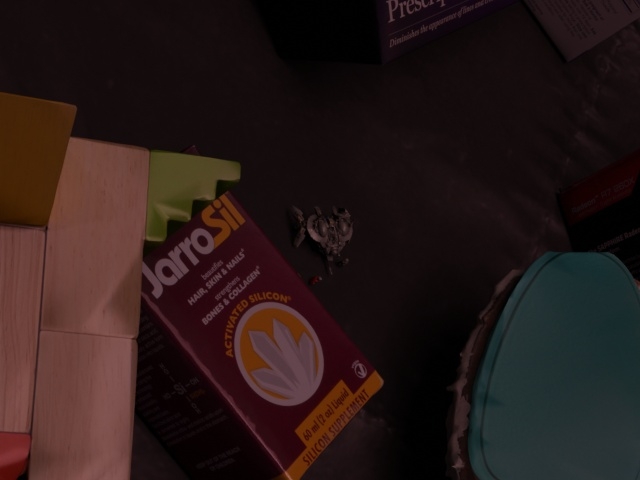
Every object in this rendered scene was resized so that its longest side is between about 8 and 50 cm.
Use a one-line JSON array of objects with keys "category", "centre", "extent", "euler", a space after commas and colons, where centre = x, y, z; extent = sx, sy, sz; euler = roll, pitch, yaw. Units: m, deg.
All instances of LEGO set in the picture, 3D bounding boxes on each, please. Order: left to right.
[{"category": "LEGO set", "centre": [0.001, 0.002, 0.970], "extent": [0.054, 0.023, 0.083], "euler": [31, 53, -23]}]

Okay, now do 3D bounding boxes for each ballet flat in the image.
[{"category": "ballet flat", "centre": [0.129, 0.197, 0.911], "extent": [0.147, 0.147, 0.409], "euler": [28, 54, -25]}]

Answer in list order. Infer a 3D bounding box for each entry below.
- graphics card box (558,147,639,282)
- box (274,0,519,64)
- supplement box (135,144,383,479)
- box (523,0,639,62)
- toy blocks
[{"category": "graphics card box", "centre": [0.331, 0.091, 1.047], "extent": [0.094, 0.233, 0.371], "euler": [-3, 71, -39]}, {"category": "box", "centre": [0.077, -0.253, 1.047], "extent": [0.261, 0.103, 0.184], "euler": [-31, 119, -42]}, {"category": "supplement box", "centre": [-0.066, 0.053, 0.855], "extent": [0.188, 0.081, 0.104], "euler": [51, 48, -7]}, {"category": "box", "centre": [0.229, -0.239, 1.184], "extent": [0.126, 0.137, 0.072], "euler": [53, 47, -5]}, {"category": "toy blocks", "centre": [-0.237, 0.073, 0.661], "extent": [0.381, 0.191, 0.260], "euler": [8, 75, -22]}]
